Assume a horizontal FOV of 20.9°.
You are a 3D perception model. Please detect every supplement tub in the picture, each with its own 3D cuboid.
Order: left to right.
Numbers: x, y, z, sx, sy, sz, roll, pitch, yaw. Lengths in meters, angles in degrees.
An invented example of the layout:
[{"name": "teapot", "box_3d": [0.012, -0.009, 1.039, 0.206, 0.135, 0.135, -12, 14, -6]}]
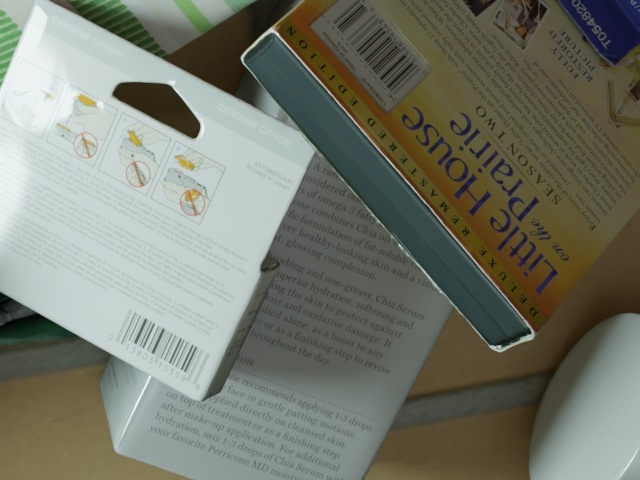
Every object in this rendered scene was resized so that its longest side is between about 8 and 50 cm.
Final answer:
[{"name": "supplement tub", "box_3d": [0.393, 0.227, 1.674, 0.331, 0.241, 0.241, 26, 102, -20]}]

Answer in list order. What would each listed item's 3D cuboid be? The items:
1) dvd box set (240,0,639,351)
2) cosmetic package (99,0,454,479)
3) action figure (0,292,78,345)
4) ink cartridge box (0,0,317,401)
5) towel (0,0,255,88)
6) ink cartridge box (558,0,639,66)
[{"name": "dvd box set", "box_3d": [0.169, -0.154, 1.414, 0.307, 0.062, 0.420, 48, 55, -6]}, {"name": "cosmetic package", "box_3d": [0.000, 0.000, 1.546, 0.230, 0.161, 0.453, 23, 103, -19]}, {"name": "action figure", "box_3d": [-0.337, 0.064, 1.552, 0.232, 0.063, 0.137, -16, 115, -3]}, {"name": "ink cartridge box", "box_3d": [-0.158, -0.036, 1.429, 0.275, 0.060, 0.239, 28, 102, 11]}, {"name": "towel", "box_3d": [-0.230, -0.218, 1.414, 0.325, 0.038, 0.248, -29, 126, 16]}, {"name": "ink cartridge box", "box_3d": [0.248, -0.286, 1.446, 0.224, 0.045, 0.223, -40, 94, -35]}]
